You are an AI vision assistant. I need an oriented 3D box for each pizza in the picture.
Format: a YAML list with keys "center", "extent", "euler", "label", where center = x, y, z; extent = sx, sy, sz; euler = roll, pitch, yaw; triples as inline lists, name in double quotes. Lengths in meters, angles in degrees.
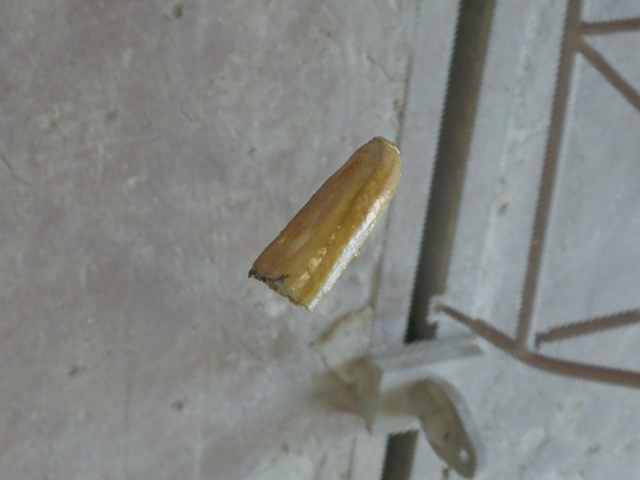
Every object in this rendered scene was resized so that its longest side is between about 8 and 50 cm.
- center: [0.000, 0.000, 0.858]
  extent: [0.041, 0.178, 0.131]
  euler: [42, 121, -11]
  label: "pizza"
